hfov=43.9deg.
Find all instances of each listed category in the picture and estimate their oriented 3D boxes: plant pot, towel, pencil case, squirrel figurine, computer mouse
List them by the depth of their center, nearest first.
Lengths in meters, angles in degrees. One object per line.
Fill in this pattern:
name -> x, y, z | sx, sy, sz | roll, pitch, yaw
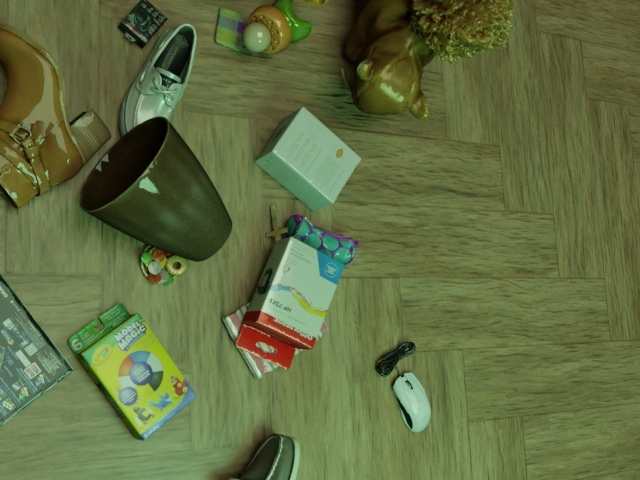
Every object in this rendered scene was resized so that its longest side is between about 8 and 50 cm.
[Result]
plant pot -> -0.276, -0.068, 1.448 | 0.230, 0.215, 0.215 | 45, 62, -33
towel -> -0.088, 0.170, 1.604 | 0.197, 0.029, 0.144 | -31, 97, -27
pencil case -> 0.000, 0.000, 1.657 | 0.152, 0.070, 0.064 | 23, 29, -26
towel -> -0.189, -0.440, 1.658 | 0.060, 0.009, 0.083 | 12, 75, -27
squirrel figurine -> 0.202, -0.444, 1.660 | 0.281, 0.397, 0.370 | 37, 57, -25
computer mouse -> 0.197, 0.326, 1.730 | 0.106, 0.042, 0.192 | -27, 95, -32

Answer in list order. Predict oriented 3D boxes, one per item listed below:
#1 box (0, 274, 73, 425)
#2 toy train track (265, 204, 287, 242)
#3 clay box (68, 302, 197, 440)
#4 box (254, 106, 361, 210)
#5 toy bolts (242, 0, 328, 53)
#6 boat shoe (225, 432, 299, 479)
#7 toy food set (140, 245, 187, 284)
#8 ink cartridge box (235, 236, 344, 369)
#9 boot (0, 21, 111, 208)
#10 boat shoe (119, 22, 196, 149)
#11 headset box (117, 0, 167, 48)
box -> -0.549, 0.185, 1.318 | 0.175, 0.051, 0.220 | -40, 102, -29
toy train track -> -0.091, -0.032, 1.637 | 0.014, 0.048, 0.083 | 39, 40, -69
clay box -> -0.338, 0.232, 1.431 | 0.127, 0.053, 0.222 | -39, 102, -30
box -> -0.026, -0.167, 1.657 | 0.170, 0.091, 0.130 | 40, 64, -18
toy bolts -> -0.108, -0.511, 1.606 | 0.228, 0.218, 0.158 | 52, 47, -4
boat shoe -> -0.147, 0.496, 1.463 | 0.097, 0.117, 0.324 | 36, 71, -23
toy food set -> -0.300, 0.043, 1.504 | 0.083, 0.020, 0.083 | -41, 103, -29
ink cartridge box -> -0.060, 0.126, 1.563 | 0.134, 0.078, 0.230 | 28, 72, -22
boot -> -0.533, -0.214, 1.379 | 0.220, 0.109, 0.283 | -45, 112, -24
boat shoe -> -0.302, -0.298, 1.522 | 0.096, 0.088, 0.267 | 31, 67, -22
headset box -> -0.349, -0.421, 1.549 | 0.062, 0.032, 0.083 | 40, 66, -18
